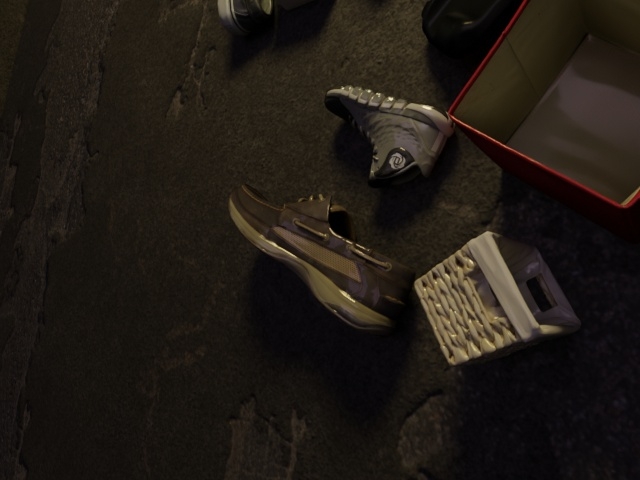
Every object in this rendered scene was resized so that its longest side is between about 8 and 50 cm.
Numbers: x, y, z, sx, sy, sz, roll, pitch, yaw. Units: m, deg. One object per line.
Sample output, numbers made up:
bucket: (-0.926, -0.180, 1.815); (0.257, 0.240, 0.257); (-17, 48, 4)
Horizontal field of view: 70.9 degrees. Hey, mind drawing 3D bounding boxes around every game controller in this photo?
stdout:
game controller: (0.262, -0.382, 0.572); (0.319, 0.067, 0.166); (-48, 38, 25)

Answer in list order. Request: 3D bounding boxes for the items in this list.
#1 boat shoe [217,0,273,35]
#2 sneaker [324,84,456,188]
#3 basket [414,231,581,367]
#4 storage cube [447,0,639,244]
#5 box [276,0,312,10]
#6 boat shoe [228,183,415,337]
boat shoe: (-0.140, -0.596, 0.929); (0.119, 0.121, 0.335); (-3, 90, 29)
sneaker: (0.078, -0.152, 0.683); (0.229, 0.086, 0.132); (26, 99, 36)
basket: (0.196, 0.069, 0.500); (0.103, 0.167, 0.113); (-36, 62, 32)
storage cube: (0.285, -0.133, 0.453); (0.215, 0.193, 0.183); (43, 107, 35)
box: (-0.034, -0.549, 0.839); (0.130, 0.091, 0.170); (0, 81, 37)
boat shoe: (0.000, 0.000, 0.700); (0.355, 0.132, 0.130); (38, 95, 27)
